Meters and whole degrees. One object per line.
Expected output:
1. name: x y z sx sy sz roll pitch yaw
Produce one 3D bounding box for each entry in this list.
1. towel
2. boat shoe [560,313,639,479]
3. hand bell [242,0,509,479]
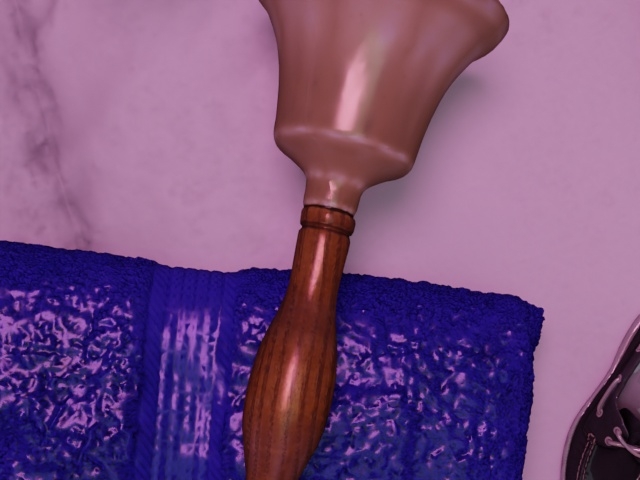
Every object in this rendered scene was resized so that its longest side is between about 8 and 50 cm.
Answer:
1. towel: -0.048 0.124 0.618 0.308 0.076 0.228 5 90 -5
2. boat shoe: 0.164 0.091 0.656 0.046 0.038 0.125 29 87 -4
3. hand bell: 0.000 0.000 0.583 0.126 0.126 0.242 15 81 -5
